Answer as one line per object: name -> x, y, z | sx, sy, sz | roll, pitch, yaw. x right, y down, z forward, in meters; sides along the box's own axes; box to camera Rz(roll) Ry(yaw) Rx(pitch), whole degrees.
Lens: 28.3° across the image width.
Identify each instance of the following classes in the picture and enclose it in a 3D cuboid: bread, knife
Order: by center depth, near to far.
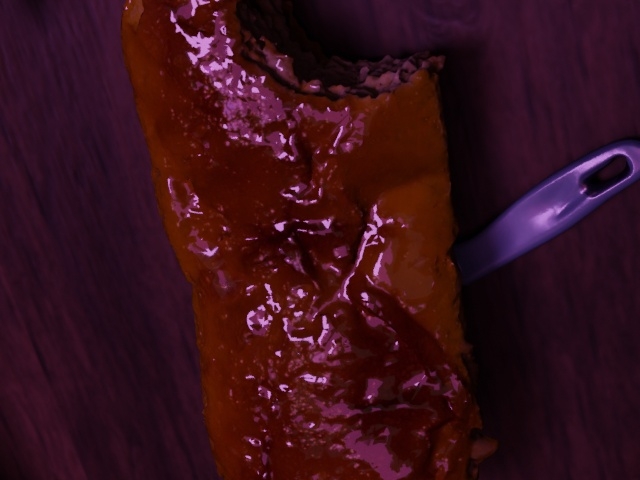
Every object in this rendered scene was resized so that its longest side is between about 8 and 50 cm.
bread -> 0.000, 0.000, 0.752 | 0.185, 0.109, 0.380 | -2, 113, 21
knife -> 0.074, 0.019, 0.804 | 0.313, 0.019, 0.044 | -34, 101, 28
